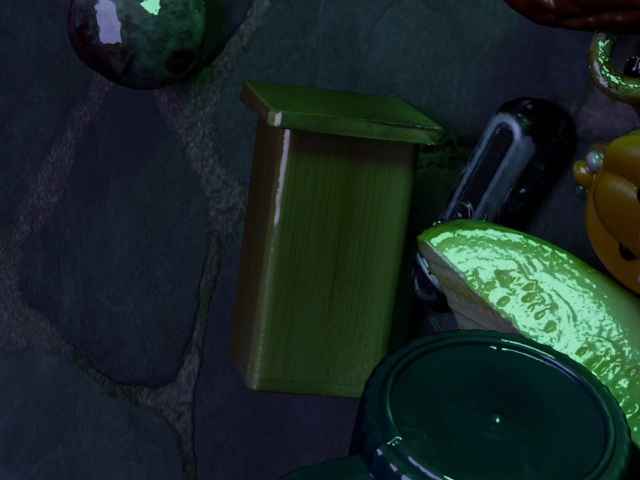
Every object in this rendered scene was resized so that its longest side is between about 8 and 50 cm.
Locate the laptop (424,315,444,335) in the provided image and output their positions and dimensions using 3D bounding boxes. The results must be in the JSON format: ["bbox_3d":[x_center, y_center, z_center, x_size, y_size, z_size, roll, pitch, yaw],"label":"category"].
[{"bbox_3d":[0.145,0.178,1.413,0.129,0.016,0.180,97,150,-46],"label":"laptop"}]

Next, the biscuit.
[{"bbox_3d":[0.280,-0.023,1.211,0.170,0.050,0.170,37,142,35],"label":"biscuit"}]

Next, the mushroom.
[{"bbox_3d":[0.306,-0.132,1.186,0.080,0.171,0.135,-57,-8,-24],"label":"mushroom"}]

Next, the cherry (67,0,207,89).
[{"bbox_3d":[-0.240,-0.296,1.887,0.195,0.195,0.195,-9,79,52],"label":"cherry"}]

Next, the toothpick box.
[{"bbox_3d":[0.000,0.000,1.507,0.190,0.188,0.308,-135,51,-70],"label":"toothpick box"}]

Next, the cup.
[{"bbox_3d":[0.099,0.248,1.207,0.242,0.308,0.292,-82,0,-53],"label":"cup"}]

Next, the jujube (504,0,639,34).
[{"bbox_3d":[0.260,-0.265,1.233,0.250,0.174,0.174,13,96,60],"label":"jujube"}]

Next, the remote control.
[{"bbox_3d":[0.158,-0.033,1.420,0.266,0.066,0.090,-59,41,29],"label":"remote control"}]

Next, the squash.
[{"bbox_3d":[0.236,0.081,1.254,0.289,0.111,0.203,25,147,55],"label":"squash"}]
